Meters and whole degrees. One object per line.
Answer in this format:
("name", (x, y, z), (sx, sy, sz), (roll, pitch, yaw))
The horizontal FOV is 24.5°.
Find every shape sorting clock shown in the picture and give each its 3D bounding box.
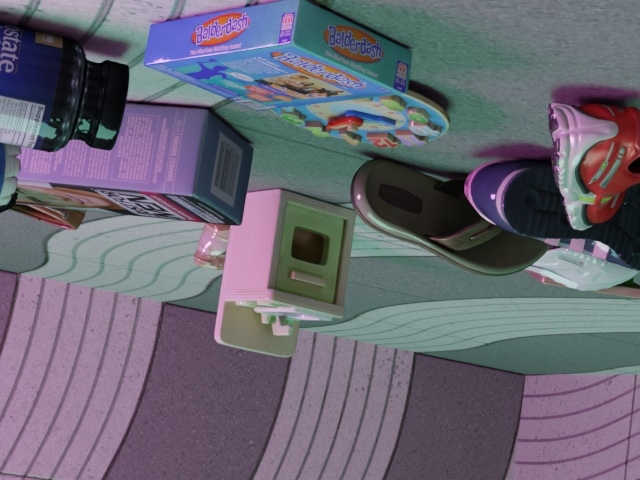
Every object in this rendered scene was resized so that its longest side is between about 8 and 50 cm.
("shape sorting clock", (0.038, -0.138, 1.596), (0.206, 0.040, 0.206), (8, 171, 1))

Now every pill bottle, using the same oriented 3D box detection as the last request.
("pill bottle", (-0.315, -0.160, 1.523), (0.219, 0.123, 0.123), (11, 170, -16))

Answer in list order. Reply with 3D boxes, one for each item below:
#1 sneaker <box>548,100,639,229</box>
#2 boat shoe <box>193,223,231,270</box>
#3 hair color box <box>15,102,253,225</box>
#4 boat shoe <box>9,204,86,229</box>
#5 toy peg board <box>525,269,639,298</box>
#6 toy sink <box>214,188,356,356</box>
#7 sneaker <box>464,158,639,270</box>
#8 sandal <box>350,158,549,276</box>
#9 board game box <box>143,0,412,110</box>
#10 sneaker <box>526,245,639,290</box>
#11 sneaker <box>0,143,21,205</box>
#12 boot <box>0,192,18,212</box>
("sneaker", (0.313, -0.076, 1.559), (0.118, 0.107, 0.279), (-4, 170, 15))
("boat shoe", (-0.088, 0.032, 2.491), (0.285, 0.089, 0.104), (20, -172, -32))
("hair color box", (-0.294, -0.104, 1.865), (0.374, 0.114, 0.185), (6, 171, 16))
("boat shoe", (-0.487, -0.085, 2.126), (0.324, 0.116, 0.123), (10, 170, -11))
("toy peg board", (0.405, 0.029, 2.230), (0.161, 0.079, 0.160), (9, -174, -4))
("toy sink", (-0.051, 0.054, 2.232), (0.152, 0.234, 0.131), (16, 168, -36))
("sneaker", (0.322, -0.040, 1.817), (0.319, 0.112, 0.131), (17, -176, -30))
("sandal", (0.182, -0.033, 1.899), (0.302, 0.120, 0.086), (14, 155, -28))
("board game box", (-0.042, -0.176, 1.420), (0.210, 0.047, 0.160), (0, 167, 44))
("sneaker", (0.359, 0.012, 2.103), (0.235, 0.090, 0.095), (9, 161, -11))
("sneaker", (-0.483, -0.129, 1.602), (0.330, 0.130, 0.147), (24, -162, 30))
("boot", (-0.433, -0.017, 1.855), (0.121, 0.099, 0.045), (1, 170, 37))
